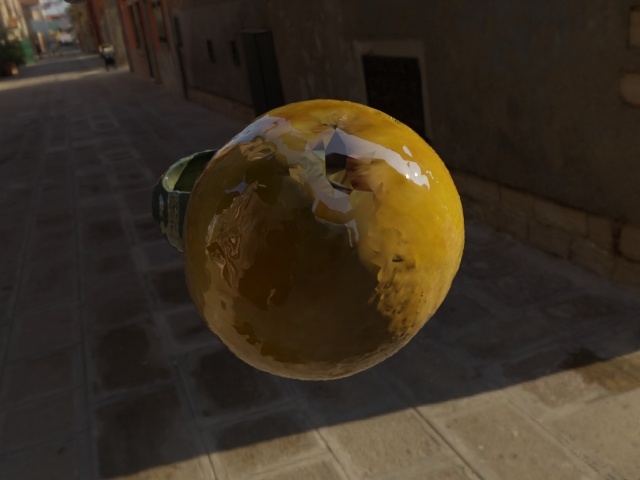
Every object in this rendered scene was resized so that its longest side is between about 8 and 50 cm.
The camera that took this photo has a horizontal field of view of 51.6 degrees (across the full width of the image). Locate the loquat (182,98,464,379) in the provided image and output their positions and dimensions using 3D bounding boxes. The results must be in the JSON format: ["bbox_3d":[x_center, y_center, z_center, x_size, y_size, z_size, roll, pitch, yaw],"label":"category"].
[{"bbox_3d":[0.000,0.000,0.618,0.262,0.263,0.263,-7,19,2],"label":"loquat"}]

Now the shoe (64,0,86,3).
[{"bbox_3d":[-0.183,-0.180,0.371,0.095,0.137,0.245,-21,37,47],"label":"shoe"}]

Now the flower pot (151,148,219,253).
[{"bbox_3d":[-0.151,-0.055,1.083,0.242,0.157,0.189,-3,41,-5],"label":"flower pot"}]
